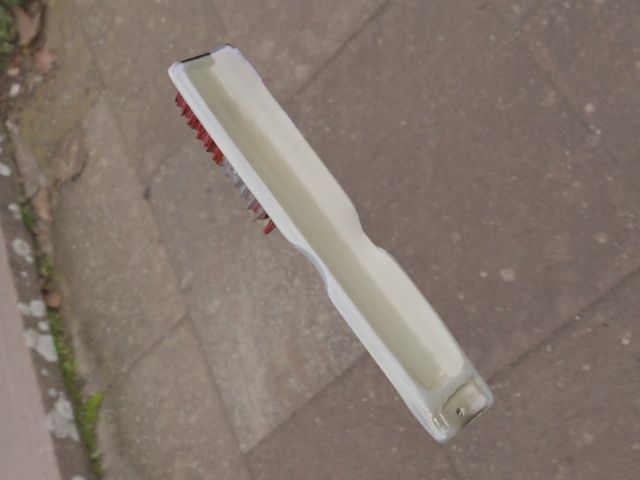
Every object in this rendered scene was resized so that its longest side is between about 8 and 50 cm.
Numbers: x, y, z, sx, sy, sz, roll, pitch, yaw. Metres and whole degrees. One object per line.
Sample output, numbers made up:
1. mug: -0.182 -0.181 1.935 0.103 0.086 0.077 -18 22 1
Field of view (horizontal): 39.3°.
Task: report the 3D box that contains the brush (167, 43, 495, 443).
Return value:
1. brush: 0.000 0.000 0.630 0.321 0.060 0.050 53 147 11
